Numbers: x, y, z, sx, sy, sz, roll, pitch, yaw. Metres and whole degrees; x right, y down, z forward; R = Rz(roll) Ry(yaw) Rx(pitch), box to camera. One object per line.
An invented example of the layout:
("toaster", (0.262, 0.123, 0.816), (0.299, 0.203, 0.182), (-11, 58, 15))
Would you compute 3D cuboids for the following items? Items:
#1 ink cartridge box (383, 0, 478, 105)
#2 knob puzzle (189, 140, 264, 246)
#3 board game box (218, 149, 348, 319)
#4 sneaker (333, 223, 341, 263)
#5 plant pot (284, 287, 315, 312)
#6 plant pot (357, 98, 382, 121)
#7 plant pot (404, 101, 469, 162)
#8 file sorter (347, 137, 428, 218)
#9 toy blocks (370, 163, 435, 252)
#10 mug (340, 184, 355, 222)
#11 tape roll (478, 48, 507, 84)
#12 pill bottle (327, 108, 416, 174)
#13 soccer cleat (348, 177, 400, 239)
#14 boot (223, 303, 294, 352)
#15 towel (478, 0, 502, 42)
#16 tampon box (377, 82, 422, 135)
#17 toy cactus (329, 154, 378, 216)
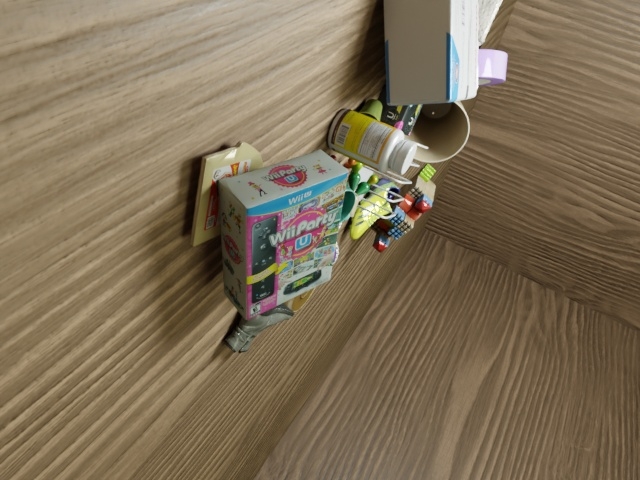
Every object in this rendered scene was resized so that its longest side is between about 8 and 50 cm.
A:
("ink cartridge box", (0.310, -0.518, 1.165), (0.395, 0.166, 0.286), (-33, 123, -57))
("knob puzzle", (-0.169, -0.098, 0.811), (0.213, 0.030, 0.213), (-52, 159, -29))
("board game box", (-0.077, -0.006, 0.869), (0.224, 0.097, 0.303), (-24, 141, -30))
("sneaker", (0.000, 0.000, 1.353), (0.104, 0.095, 0.237), (-39, 146, -42))
("plant pot", (-0.059, 0.162, 1.515), (0.236, 0.032, 0.236), (-52, 159, -29))
("plant pot", (0.142, -0.359, 1.240), (0.083, 0.083, 0.079), (88, 22, -58))
("plant pot", (0.431, -0.472, 1.654), (0.274, 0.256, 0.257), (-67, 172, -50))
("file sorter", (0.221, -0.229, 1.486), (0.193, 0.173, 0.278), (-18, 134, -65))
("toy blocks", (0.331, -0.114, 1.813), (0.381, 0.190, 0.261), (-43, -168, 36))
("mug", (0.017, -0.102, 1.188), (0.129, 0.097, 0.158), (-32, 149, -23))
("tape roll", (0.524, -0.617, 1.572), (0.274, 0.274, 0.090), (-24, 118, -63))
("pill bottle", (0.134, -0.252, 1.130), (0.117, 0.215, 0.117), (-53, 161, -27))
("soccer cleat", (0.212, -0.119, 1.707), (0.289, 0.121, 0.093), (-57, 162, -15))
("boot", (-0.178, 0.241, 1.246), (0.161, 0.083, 0.246), (-56, 157, 2))
("towel", (0.496, -0.799, 1.384), (0.049, 0.187, 0.282), (-32, 145, -65))
("tampon box", (0.247, -0.415, 1.393), (0.161, 0.101, 0.121), (-19, 134, -65))
("toy cactus", (0.085, -0.162, 1.286), (0.219, 0.112, 0.181), (0, 100, -56))
